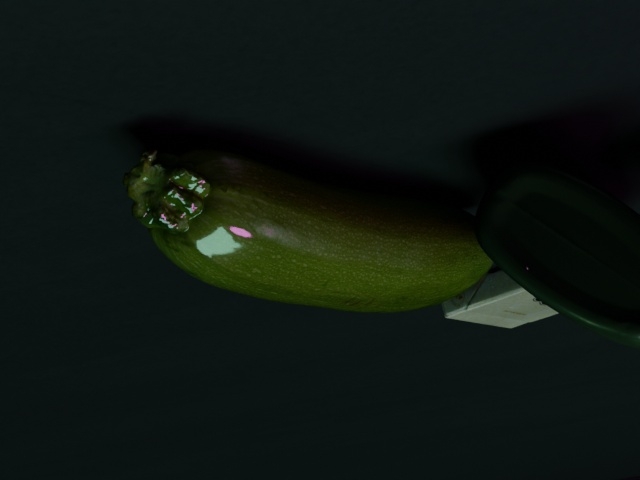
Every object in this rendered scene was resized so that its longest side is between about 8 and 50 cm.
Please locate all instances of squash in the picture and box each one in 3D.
[{"bbox_3d":[0.000,0.000,0.631,0.069,0.069,0.258,-25,156,40],"label":"squash"}]

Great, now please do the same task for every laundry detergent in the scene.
[{"bbox_3d":[0.160,0.018,0.684,0.063,0.137,0.211,-58,160,5],"label":"laundry detergent"}]

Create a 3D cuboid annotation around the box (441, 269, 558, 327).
[{"bbox_3d":[0.176,0.026,0.863,0.167,0.024,0.090,-22,158,36],"label":"box"}]
